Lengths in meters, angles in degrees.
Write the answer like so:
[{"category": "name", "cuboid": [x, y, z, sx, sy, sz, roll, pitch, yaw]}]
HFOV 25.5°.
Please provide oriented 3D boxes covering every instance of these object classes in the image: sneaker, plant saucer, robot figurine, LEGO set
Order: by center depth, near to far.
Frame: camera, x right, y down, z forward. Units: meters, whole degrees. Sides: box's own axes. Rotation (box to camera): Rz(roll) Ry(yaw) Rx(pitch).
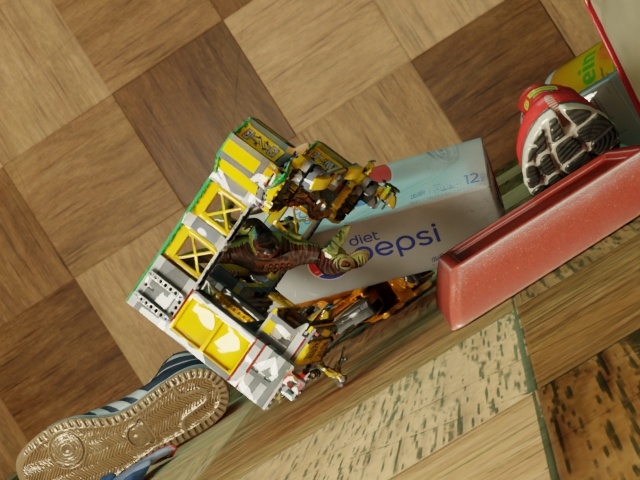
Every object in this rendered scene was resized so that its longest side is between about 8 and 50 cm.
[{"category": "plant saucer", "cuboid": [0.212, -0.015, 1.304, 0.258, 0.047, 0.259, -32, 0, 3]}, {"category": "LEGO set", "cuboid": [-0.013, 0.033, 1.337, 0.255, 0.192, 0.331, -53, -13, 0]}, {"category": "sneaker", "cuboid": [0.242, -0.113, 1.465, 0.107, 0.118, 0.279, -37, -17, 11]}, {"category": "robot figurine", "cuboid": [0.020, 0.074, 1.716, 0.211, 0.085, 0.291, -35, 2, -39]}, {"category": "sneaker", "cuboid": [-0.233, 0.224, 1.750, 0.282, 0.099, 0.153, -26, 7, 6]}]

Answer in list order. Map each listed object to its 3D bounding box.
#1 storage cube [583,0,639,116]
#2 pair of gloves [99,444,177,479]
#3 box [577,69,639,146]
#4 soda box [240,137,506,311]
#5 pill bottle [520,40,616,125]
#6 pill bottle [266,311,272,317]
[{"category": "storage cube", "cuboid": [0.402, -0.230, 1.373, 0.193, 0.215, 0.184, -26, -2, -20]}, {"category": "pair of gloves", "cuboid": [-0.254, 0.290, 1.584, 0.198, 0.023, 0.159, -31, 0, 36]}, {"category": "box", "cuboid": [0.329, -0.130, 1.632, 0.101, 0.102, 0.087, -33, 3, 31]}, {"category": "soda box", "cuboid": [0.058, -0.016, 1.560, 0.286, 0.098, 0.091, -15, 39, 12]}, {"category": "pill bottle", "cuboid": [0.384, -0.192, 1.894, 0.136, 0.136, 0.246, -33, 1, -39]}, {"category": "pill bottle", "cuboid": [-0.061, 0.096, 1.987, 0.123, 0.123, 0.219, -33, 4, -43]}]
